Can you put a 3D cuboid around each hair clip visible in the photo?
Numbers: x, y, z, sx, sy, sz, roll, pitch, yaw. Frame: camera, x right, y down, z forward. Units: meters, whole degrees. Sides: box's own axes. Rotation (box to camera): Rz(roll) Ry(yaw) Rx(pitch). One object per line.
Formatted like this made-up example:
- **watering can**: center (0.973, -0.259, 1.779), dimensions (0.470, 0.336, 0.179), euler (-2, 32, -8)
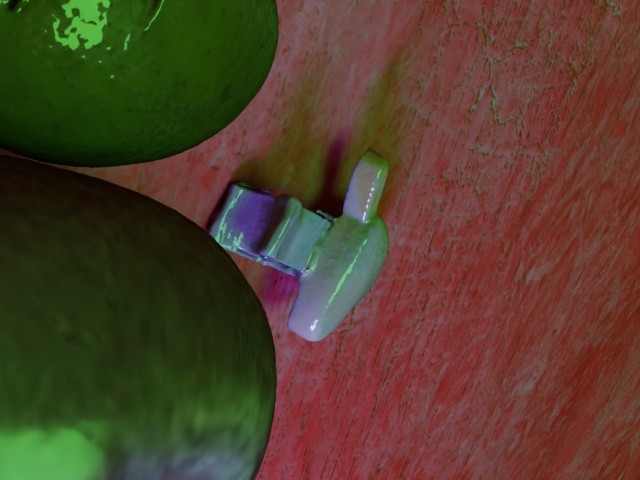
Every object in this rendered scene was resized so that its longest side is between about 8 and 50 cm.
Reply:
- **hair clip**: center (0.003, -0.002, 0.944), dimensions (0.159, 0.071, 0.218), euler (-58, 153, 2)

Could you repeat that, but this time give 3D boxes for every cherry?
- **cherry**: center (-0.152, 0.084, 0.567), dimensions (0.308, 0.221, 0.261), euler (-8, 130, -31)

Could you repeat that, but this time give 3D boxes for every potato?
- **potato**: center (-0.105, -0.122, 0.585), dimensions (0.174, 0.159, 0.251), euler (-35, 161, 13)
